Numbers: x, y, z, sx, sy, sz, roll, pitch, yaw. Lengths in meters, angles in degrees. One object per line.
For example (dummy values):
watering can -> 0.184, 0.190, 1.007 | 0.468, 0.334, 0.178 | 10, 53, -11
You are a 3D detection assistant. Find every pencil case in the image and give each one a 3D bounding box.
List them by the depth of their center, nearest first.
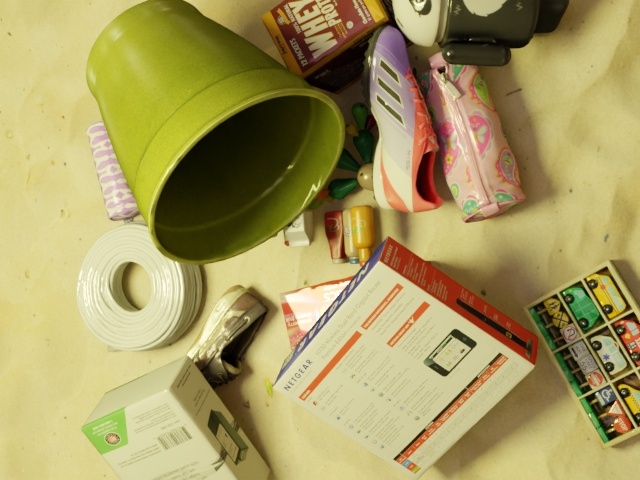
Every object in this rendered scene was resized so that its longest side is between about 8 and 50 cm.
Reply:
pencil case -> 0.249, -0.174, 1.794 | 0.124, 0.124, 0.284 | -20, 83, 23
pencil case -> -0.398, -0.138, 2.104 | 0.088, 0.086, 0.206 | -15, 85, -11

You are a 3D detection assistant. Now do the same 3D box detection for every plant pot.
plant pot -> -0.208, -0.213, 1.781 | 0.366, 0.366, 0.353 | -48, 61, 17

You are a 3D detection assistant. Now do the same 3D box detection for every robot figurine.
robot figurine -> 0.256, -0.398, 1.734 | 0.278, 0.209, 0.173 | 0, 122, -3

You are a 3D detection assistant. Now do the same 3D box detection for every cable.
cable -> -0.356, 0.088, 2.079 | 0.257, 0.089, 0.257 | -8, 87, 24

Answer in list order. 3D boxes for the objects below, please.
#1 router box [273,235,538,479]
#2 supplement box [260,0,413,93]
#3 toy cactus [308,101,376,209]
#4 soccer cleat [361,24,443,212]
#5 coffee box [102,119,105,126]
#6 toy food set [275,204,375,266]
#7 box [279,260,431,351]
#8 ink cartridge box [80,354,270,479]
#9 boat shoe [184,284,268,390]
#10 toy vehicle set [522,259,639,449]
router box -> 0.135, 0.202, 1.752 | 0.301, 0.082, 0.335 | 35, 123, -6
supplement box -> 0.039, -0.368, 1.846 | 0.191, 0.194, 0.129 | -32, 78, 21
toy cactus -> 0.054, -0.133, 1.906 | 0.180, 0.112, 0.219 | 30, 100, 2
soccer cleat -> 0.144, -0.199, 1.773 | 0.116, 0.108, 0.318 | 10, 114, 36
coffee box -> -0.263, -0.146, 2.021 | 0.168, 0.119, 0.297 | -32, 77, 20
toy food set -> 0.000, 0.000, 1.908 | 0.232, 0.111, 0.104 | -5, 88, 24
box -> 0.073, 0.123, 1.869 | 0.257, 0.122, 0.128 | -14, 85, 23
ink cartridge box -> -0.261, 0.386, 1.960 | 0.211, 0.121, 0.289 | -26, 108, 22
boat shoe -> -0.190, 0.224, 2.001 | 0.092, 0.103, 0.285 | 31, 96, 26
toy vehicle set -> 0.468, 0.185, 1.741 | 0.166, 0.035, 0.267 | -33, 77, 21
